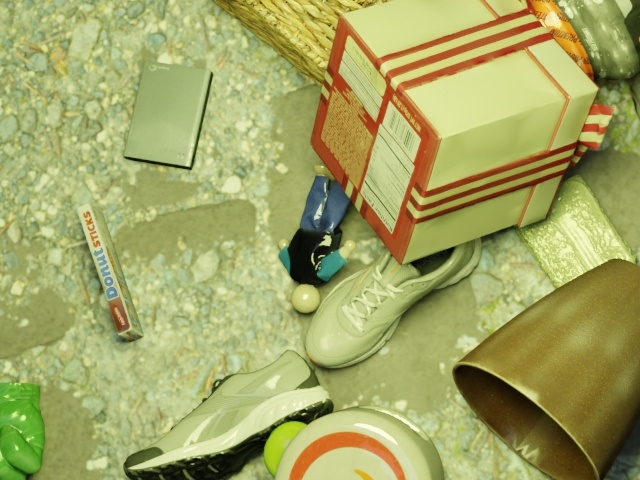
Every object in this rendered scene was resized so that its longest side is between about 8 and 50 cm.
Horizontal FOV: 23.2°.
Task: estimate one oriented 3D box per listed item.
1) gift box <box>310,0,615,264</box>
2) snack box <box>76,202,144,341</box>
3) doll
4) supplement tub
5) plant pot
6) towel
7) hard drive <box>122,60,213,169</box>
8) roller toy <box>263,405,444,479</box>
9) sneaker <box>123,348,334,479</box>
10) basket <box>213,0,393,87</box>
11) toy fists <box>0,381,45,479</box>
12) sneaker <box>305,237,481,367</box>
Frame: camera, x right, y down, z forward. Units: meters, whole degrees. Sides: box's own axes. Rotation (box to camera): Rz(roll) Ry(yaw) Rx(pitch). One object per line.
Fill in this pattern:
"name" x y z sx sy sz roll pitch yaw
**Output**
"gift box" 0.172 -0.155 1.824 0.258 0.276 0.255 -18 60 -28
"snack box" -0.271 0.041 2.016 0.022 0.064 0.178 -21 75 3
"doll" 0.000 0.000 1.975 0.129 0.046 0.189 8 78 44
"supplement tub" 0.407 -0.335 1.903 0.338 0.207 0.207 -31 75 2
"plant pot" 0.310 0.137 1.839 0.215 0.215 0.230 39 73 15
"towel" 0.315 0.001 1.942 0.110 0.027 0.148 -32 75 3
"hard drive" -0.201 -0.167 2.069 0.094 0.022 0.135 9 80 12
"roller toy" 0.050 0.298 1.865 0.191 0.146 0.209 -20 84 12
"sneaker" -0.121 0.228 1.944 0.271 0.100 0.108 -26 61 0
"basket" -0.006 -0.349 1.975 0.299 0.213 0.223 41 88 15
"toy fists" -0.487 0.257 1.994 0.279 0.096 0.142 -3 79 8
"sneaker" 0.080 0.054 1.923 0.262 0.121 0.099 -41 75 1
